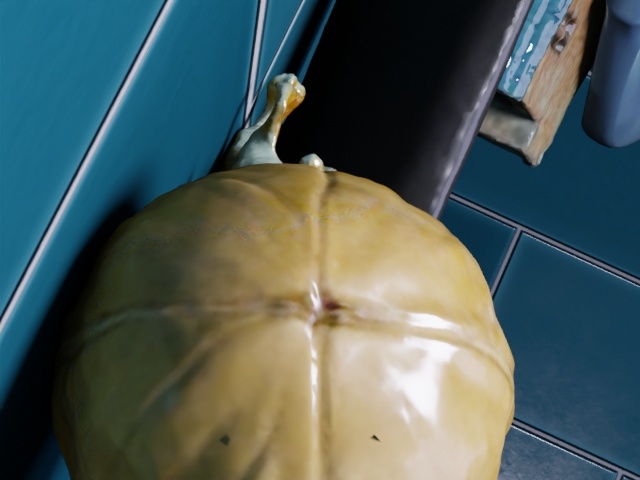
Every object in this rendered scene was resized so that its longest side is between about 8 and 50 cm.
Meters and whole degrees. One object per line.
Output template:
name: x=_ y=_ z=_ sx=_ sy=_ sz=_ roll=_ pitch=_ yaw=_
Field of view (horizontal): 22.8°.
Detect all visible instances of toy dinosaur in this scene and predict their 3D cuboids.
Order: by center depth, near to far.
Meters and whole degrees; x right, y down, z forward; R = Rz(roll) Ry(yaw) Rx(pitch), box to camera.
toy dinosaur: x=-0.035 y=0.000 z=0.784 sx=0.142 sy=0.057 sz=0.212 roll=-63 pitch=177 yaw=-38

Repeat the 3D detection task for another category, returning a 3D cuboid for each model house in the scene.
model house: x=0.128 y=-0.234 z=1.226 sx=0.267 sy=0.194 sz=0.325 roll=-63 pitch=165 yaw=2

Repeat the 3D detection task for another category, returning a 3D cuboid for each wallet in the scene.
wallet: x=0.000 y=0.000 z=0.890 sx=0.377 sy=0.051 sz=0.197 roll=-66 pitch=-153 yaw=4

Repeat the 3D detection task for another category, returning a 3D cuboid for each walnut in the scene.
walnut: x=-0.014 y=0.058 z=0.552 sx=0.165 sy=0.165 sz=0.197 roll=-64 pitch=-178 yaw=-31

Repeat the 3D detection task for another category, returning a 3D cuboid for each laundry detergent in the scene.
laundry detergent: x=0.261 y=-0.166 z=1.298 sx=0.097 sy=0.061 sz=0.206 roll=-38 pitch=153 yaw=-20
